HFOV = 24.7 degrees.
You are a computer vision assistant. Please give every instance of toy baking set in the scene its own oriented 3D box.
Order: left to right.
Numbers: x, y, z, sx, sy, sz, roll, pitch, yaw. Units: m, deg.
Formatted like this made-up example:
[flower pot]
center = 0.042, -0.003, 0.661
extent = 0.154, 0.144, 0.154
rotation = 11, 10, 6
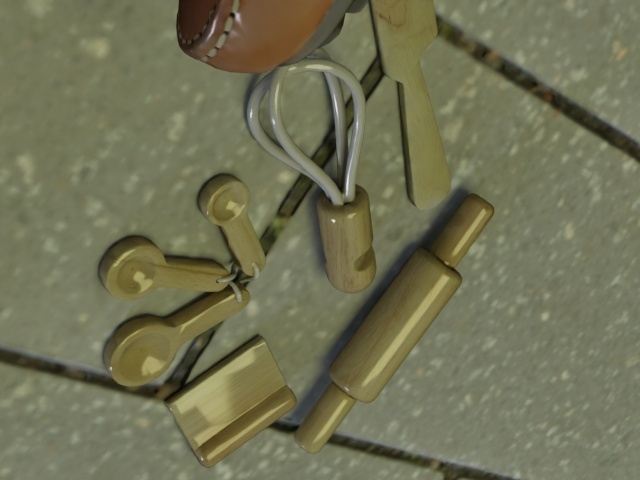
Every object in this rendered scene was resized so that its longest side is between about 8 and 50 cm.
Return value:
[toy baking set]
center = 0.003, 0.004, 0.703
extent = 0.256, 0.030, 0.197
rotation = -51, 139, 4

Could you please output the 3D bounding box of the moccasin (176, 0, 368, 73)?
[moccasin]
center = -0.030, -0.228, 0.420
extent = 0.147, 0.139, 0.380
rotation = -5, 127, -14
